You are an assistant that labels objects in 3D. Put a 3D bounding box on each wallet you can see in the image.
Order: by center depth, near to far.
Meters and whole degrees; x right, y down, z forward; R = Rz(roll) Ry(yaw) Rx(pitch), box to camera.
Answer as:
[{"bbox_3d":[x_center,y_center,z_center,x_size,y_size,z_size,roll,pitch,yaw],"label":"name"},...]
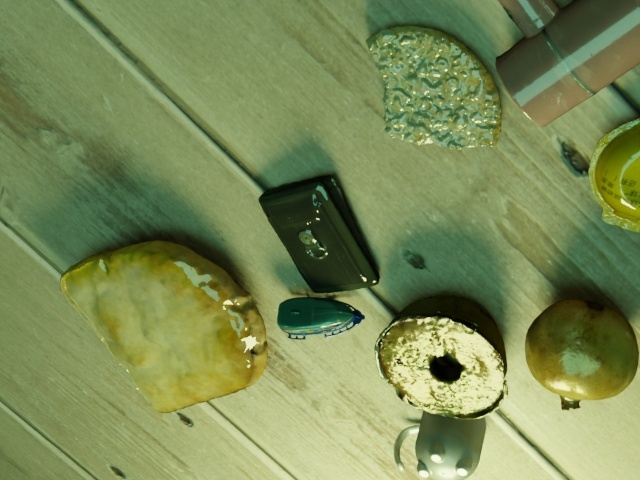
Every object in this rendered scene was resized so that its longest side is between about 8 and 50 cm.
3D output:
[{"bbox_3d":[0.000,0.000,1.322,0.169,0.052,0.245,-13,117,31],"label":"wallet"}]

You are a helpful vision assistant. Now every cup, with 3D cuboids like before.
[{"bbox_3d":[0.240,0.413,1.424,0.174,0.142,0.134,15,125,12],"label":"cup"}]

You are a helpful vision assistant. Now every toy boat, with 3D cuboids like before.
[{"bbox_3d":[0.009,0.160,1.407,0.175,0.091,0.110,-5,152,20],"label":"toy boat"}]

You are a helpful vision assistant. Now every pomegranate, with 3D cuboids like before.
[{"bbox_3d":[0.442,0.198,1.193,0.196,0.196,0.196,10,123,15],"label":"pomegranate"}]

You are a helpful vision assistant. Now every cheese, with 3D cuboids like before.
[{"bbox_3d":[0.502,-0.132,1.031,0.177,0.069,0.270,19,122,8],"label":"cheese"}]

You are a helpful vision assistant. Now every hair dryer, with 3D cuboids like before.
[{"bbox_3d":[0.291,-0.354,0.955,0.210,0.125,0.352,-35,97,33],"label":"hair dryer"}]

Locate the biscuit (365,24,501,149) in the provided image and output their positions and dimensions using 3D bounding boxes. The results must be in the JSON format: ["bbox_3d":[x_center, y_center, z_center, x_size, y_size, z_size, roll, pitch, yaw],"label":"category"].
[{"bbox_3d":[0.174,-0.232,1.113,0.265,0.040,0.188,43,125,-6],"label":"biscuit"}]

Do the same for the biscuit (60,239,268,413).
[{"bbox_3d":[-0.320,0.175,1.518,0.446,0.104,0.429,-23,111,33],"label":"biscuit"}]

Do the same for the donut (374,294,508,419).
[{"bbox_3d":[0.238,0.217,1.333,0.272,0.107,0.272,13,128,16],"label":"donut"}]
